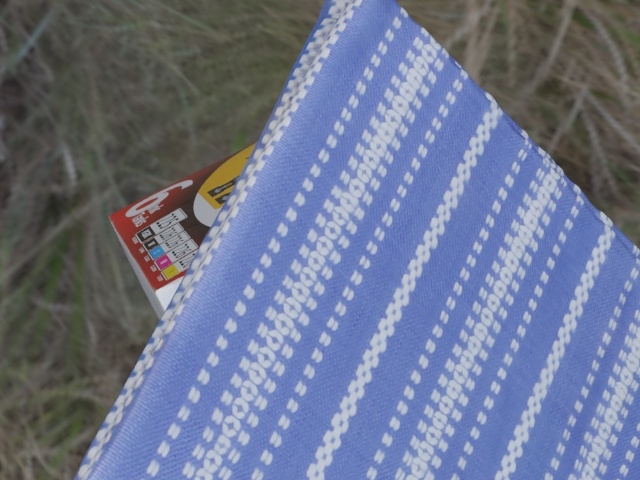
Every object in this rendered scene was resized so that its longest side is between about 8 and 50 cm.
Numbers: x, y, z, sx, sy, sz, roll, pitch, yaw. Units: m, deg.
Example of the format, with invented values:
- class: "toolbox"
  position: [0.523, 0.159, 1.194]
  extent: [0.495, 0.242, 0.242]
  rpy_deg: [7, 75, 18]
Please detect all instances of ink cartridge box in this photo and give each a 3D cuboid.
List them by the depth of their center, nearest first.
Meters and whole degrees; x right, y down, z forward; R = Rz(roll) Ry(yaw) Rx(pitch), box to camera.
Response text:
- class: "ink cartridge box"
  position: [0.000, 0.000, 1.297]
  extent: [0.272, 0.309, 0.130]
  rpy_deg: [-27, 105, -7]

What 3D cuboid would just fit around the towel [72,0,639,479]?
- class: "towel"
  position: [0.070, 0.098, 0.617]
  extent: [0.336, 0.040, 0.243]
  rpy_deg: [43, 57, -27]
